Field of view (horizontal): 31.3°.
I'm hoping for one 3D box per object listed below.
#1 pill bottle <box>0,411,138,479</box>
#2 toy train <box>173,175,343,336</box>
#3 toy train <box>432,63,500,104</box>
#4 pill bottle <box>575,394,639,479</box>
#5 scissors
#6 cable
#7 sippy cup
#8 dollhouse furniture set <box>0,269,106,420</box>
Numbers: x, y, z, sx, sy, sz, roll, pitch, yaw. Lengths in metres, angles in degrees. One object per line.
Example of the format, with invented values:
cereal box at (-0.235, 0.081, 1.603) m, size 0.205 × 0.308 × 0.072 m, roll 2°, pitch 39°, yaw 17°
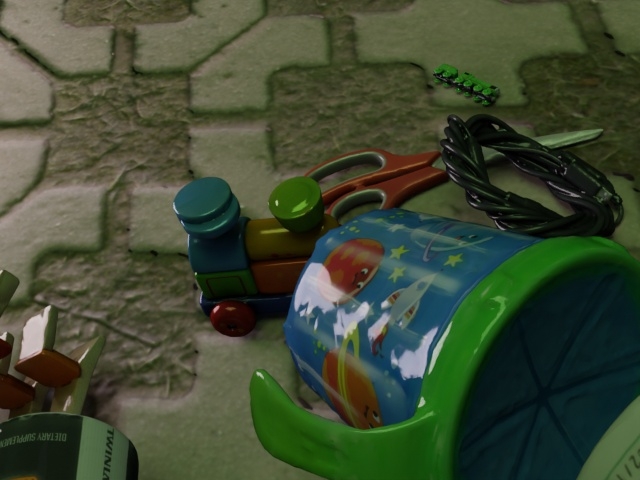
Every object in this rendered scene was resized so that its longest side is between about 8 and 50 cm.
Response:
pill bottle at (-0.207, 0.262, 0.853) m, size 0.131 × 0.130 × 0.245 m, roll -11°, pitch 48°, yaw 8°
toy train at (0.000, 0.000, 1.011) m, size 0.248 × 0.143 × 0.105 m, roll -5°, pitch 49°, yaw 14°
toy train at (0.153, -0.165, 1.197) m, size 0.024 × 0.017 × 0.083 m, roll -35°, pitch 48°, yaw -29°
pill bottle at (0.331, 0.236, 0.656) m, size 0.204 × 0.204 × 0.361 m, roll -33°, pitch 47°, yaw -13°
scissors at (0.123, -0.083, 1.130) m, size 0.297 × 0.021 × 0.109 m, roll -24°, pitch 47°, yaw -3°
cable at (0.177, -0.053, 1.029) m, size 0.184 × 0.047 × 0.151 m, roll 40°, pitch 40°, yaw 23°
sippy cup at (0.100, 0.082, 0.869) m, size 0.224 × 0.305 × 0.240 m, roll 27°, pitch 90°, yaw 47°
dollhouse furniture set at (-0.364, 0.109, 0.972) m, size 0.259 × 0.262 × 0.135 m, roll -26°, pitch 40°, yaw 37°
